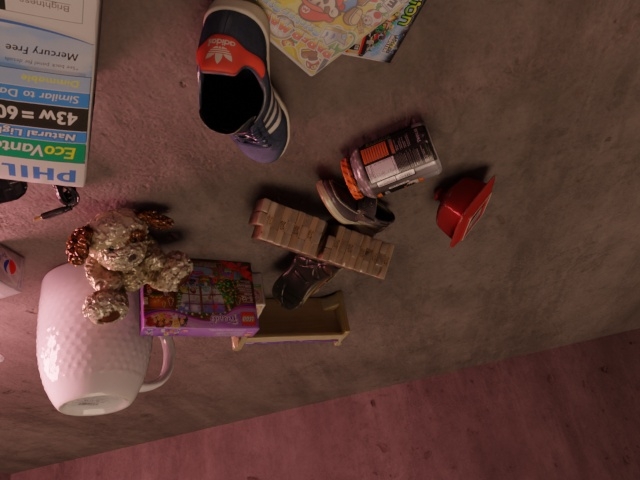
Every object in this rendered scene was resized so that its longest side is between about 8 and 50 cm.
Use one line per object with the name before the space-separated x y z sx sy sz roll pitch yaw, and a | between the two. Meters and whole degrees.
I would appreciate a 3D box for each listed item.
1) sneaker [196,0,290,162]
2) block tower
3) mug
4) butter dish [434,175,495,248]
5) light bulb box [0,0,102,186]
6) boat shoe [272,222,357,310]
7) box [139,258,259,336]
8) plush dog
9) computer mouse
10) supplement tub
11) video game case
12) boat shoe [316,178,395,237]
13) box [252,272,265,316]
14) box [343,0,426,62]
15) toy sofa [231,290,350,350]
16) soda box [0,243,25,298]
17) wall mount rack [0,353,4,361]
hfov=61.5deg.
sneaker | -0.131 -0.206 0.876 0.131 0.148 0.350 5 154 9
block tower | 0.000 0.000 1.258 0.336 0.090 0.097 19 175 -19
mug | -0.533 0.270 1.391 0.276 0.327 0.374 -29 146 27
butter dish | 0.333 -0.089 1.318 0.160 0.118 0.159 -48 158 -23
light bulb box | -0.448 -0.268 0.622 0.358 0.225 0.361 3 146 -24
boat shoe | -0.005 0.061 1.461 0.324 0.122 0.120 -43 170 31
box | -0.313 0.146 1.388 0.294 0.200 0.057 5 146 -28
plush dog | -0.442 0.022 1.202 0.263 0.211 0.225 -28 144 -31
computer mouse | -0.606 -0.093 1.030 0.262 0.060 0.184 -22 146 -5
supplement tub | 0.146 -0.160 1.119 0.191 0.116 0.117 -20 149 15
video game case | -0.016 -0.362 0.765 0.206 0.026 0.227 -28 138 34
boat shoe | 0.088 -0.085 1.249 0.092 0.102 0.285 -30 149 19
box | -0.269 0.162 1.526 0.203 0.103 0.114 2 148 -22
box | 0.101 -0.373 0.825 0.114 0.036 0.207 2 147 -23
toy sofa | -0.104 0.265 1.713 0.363 0.150 0.177 2 146 -22
soda box | -0.834 0.102 1.235 0.287 0.098 0.091 -18 149 8
wall mount rack | -0.965 0.254 1.320 0.350 0.130 0.304 22 -169 6
